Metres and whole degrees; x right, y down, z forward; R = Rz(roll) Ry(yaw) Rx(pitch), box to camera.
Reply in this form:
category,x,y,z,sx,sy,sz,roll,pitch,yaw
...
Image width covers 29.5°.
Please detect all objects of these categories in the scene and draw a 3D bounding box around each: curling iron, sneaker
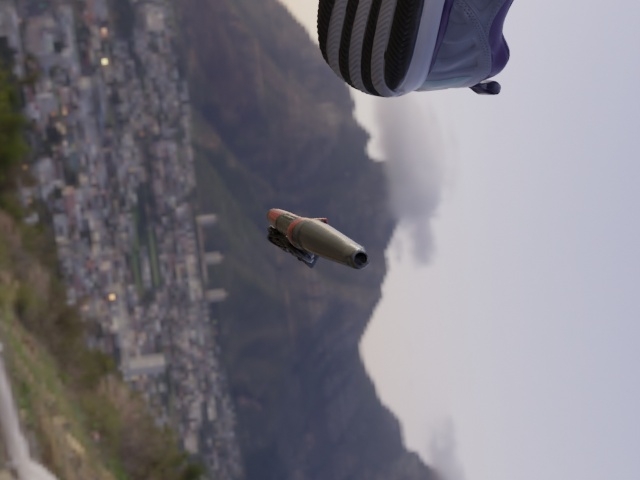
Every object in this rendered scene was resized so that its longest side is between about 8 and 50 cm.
category,x,y,z,sx,sy,sz,roll,pitch,yaw
curling iron,0.000,0.000,1.089,0.035,0.068,0.274,-56,-167,-6
sneaker,0.066,-0.171,0.521,0.083,0.098,0.224,32,-66,42
